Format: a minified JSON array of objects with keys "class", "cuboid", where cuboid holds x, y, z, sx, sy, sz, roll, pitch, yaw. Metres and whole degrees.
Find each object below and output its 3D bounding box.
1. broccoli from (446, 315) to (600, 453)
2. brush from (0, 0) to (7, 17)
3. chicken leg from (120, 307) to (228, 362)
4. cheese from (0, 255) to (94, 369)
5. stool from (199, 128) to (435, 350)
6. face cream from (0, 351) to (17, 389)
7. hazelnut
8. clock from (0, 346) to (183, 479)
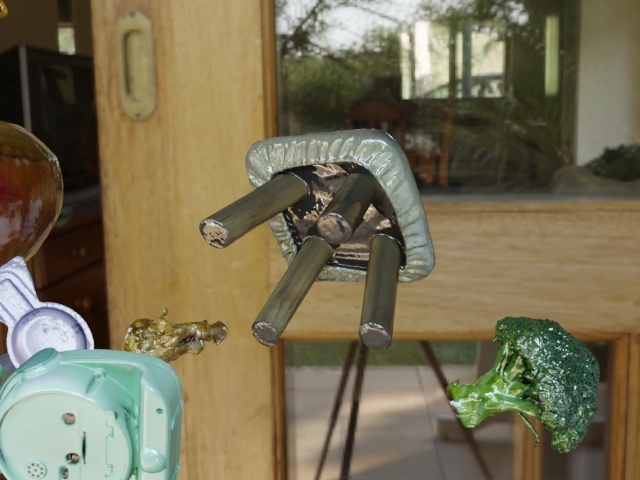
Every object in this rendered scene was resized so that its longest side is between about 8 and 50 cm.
[{"class":"broccoli","cuboid":[0.420,0.297,1.696,0.297,0.298,0.297,-26,2,15]},{"class":"brush","cuboid":[-0.622,-0.422,1.351,0.017,0.090,0.314,-22,-11,20]},{"class":"chicken leg","cuboid":[-0.240,0.161,1.412,0.207,0.101,0.085,-8,50,-44]},{"class":"cheese","cuboid":[-0.375,0.116,1.108,0.105,0.191,0.042,-39,0,-23]},{"class":"stool","cuboid":[0.000,0.000,1.383,0.310,0.310,0.226,-3,34,30]},{"class":"face cream","cuboid":[-0.538,0.235,1.391,0.073,0.073,0.283,4,18,28]},{"class":"hazelnut","cuboid":[-0.819,-0.104,2.067,0.352,0.421,0.421,-13,14,-30]},{"class":"clock","cuboid":[-0.216,0.169,0.727,0.188,0.148,0.060,5,22,3]}]
